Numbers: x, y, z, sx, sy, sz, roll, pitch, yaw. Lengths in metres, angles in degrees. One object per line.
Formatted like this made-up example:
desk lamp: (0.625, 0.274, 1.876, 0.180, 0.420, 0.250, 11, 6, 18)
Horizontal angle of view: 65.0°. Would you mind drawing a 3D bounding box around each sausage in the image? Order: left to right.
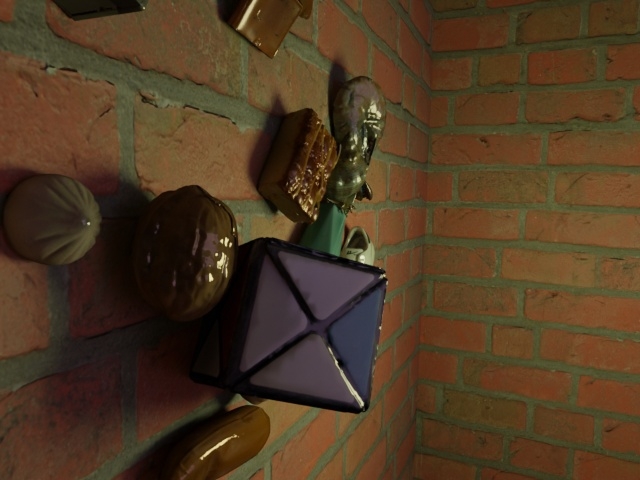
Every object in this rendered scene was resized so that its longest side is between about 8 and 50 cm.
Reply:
sausage: (-0.234, 0.457, 1.092, 0.134, 0.116, 0.354, -57, 159, 13)

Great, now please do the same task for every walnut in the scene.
walnut: (-0.245, 0.019, 0.904, 0.198, 0.198, 0.244, 16, 84, -66)

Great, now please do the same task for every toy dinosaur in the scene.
toy dinosaur: (0.066, -0.105, 1.577, 0.113, 0.026, 0.041, 11, 60, -28)

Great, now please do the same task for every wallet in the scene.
wallet: (-0.129, -0.539, 1.190, 0.160, 0.042, 0.196, -56, 160, 13)

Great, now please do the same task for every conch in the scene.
conch: (0.058, -0.196, 1.647, 0.203, 0.170, 0.386, -37, 163, -37)

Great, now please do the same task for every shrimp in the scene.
shrimp: (0.144, -0.358, 1.797, 0.221, 0.110, 0.445, -15, 117, -28)

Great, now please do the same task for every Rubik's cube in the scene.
Rubik's cube: (-0.068, 0.179, 1.060, 0.311, 0.307, 0.304, 19, 72, -24)

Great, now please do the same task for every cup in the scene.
cup: (0.000, 0.000, 1.568, 0.134, 0.148, 0.235, 116, -10, -55)

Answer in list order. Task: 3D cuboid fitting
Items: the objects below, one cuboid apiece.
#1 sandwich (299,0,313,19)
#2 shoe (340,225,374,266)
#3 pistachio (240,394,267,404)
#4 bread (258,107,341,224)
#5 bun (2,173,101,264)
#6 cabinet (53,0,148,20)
sandwich: (-0.091, -0.647, 1.264, 0.096, 0.094, 0.258, -50, 166, 21)
shoe: (0.124, 0.111, 1.858, 0.160, 0.132, 0.362, 65, 32, -49)
pistachio: (-0.151, 0.297, 1.249, 0.144, 0.144, 0.214, 10, 80, -67)
bread: (-0.050, -0.204, 1.389, 0.185, 0.114, 0.274, 45, 53, -41)
bun: (-0.372, -0.030, 0.730, 0.138, 0.094, 0.138, -6, 96, -64)
cabinet: (-0.339, -0.438, 0.679, 0.206, 0.145, 0.150, 44, 54, -60)
